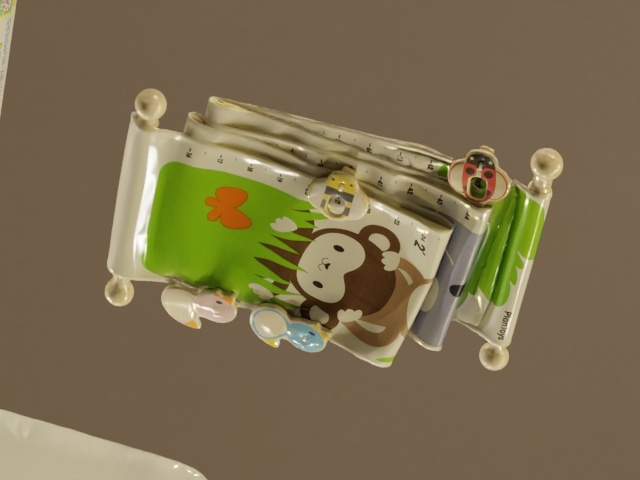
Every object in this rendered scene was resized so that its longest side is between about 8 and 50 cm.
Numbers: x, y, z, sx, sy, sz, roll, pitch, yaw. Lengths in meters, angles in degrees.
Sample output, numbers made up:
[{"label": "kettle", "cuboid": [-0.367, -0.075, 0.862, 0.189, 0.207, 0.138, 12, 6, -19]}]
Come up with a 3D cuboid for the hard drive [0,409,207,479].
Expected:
[{"label": "hard drive", "cuboid": [-0.214, 0.216, 0.770, 0.233, 0.353, 0.047, 14, -31, 19]}]

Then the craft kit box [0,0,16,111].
[{"label": "craft kit box", "cuboid": [-0.363, -0.168, 1.560, 0.246, 0.061, 0.250, 26, -52, 13]}]

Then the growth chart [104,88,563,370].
[{"label": "growth chart", "cuboid": [0.000, 0.000, 1.038, 0.237, 0.021, 0.172, 11, -49, 9]}]
